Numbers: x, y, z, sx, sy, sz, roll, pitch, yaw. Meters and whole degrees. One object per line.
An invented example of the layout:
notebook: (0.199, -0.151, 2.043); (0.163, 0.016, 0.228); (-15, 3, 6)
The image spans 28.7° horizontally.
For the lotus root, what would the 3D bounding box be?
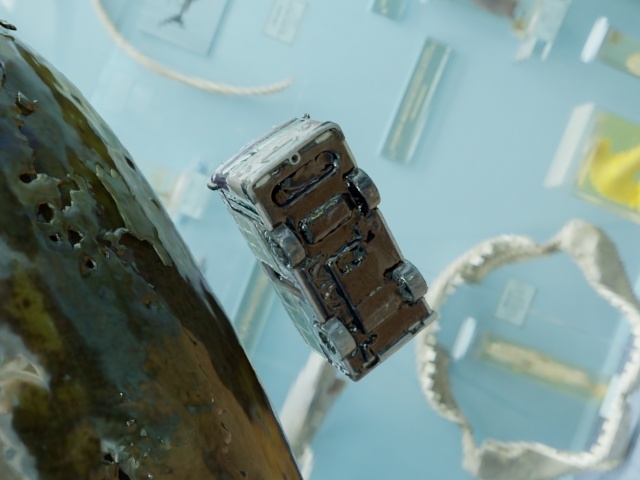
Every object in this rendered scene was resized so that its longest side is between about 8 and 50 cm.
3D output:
lotus root: (-0.110, 0.084, 0.495); (0.179, 0.397, 0.196); (-26, -6, -9)

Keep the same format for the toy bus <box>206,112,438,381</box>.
toy bus: (0.000, 0.000, 0.513); (0.052, 0.102, 0.058); (-37, 29, -16)
